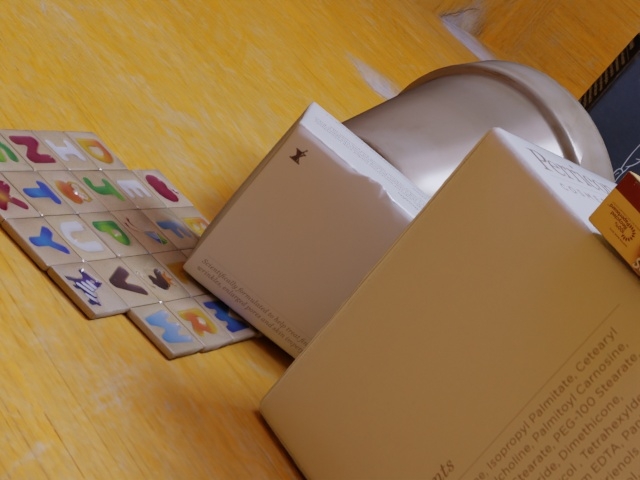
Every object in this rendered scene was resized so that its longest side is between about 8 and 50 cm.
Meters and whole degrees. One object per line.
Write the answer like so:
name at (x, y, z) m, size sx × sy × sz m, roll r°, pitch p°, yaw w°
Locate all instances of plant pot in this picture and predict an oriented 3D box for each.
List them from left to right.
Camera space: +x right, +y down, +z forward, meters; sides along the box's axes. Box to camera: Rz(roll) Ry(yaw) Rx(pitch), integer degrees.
plant pot at (0.112, -0.035, 1.640) m, size 0.280 × 0.323 × 0.323 m, roll -8°, pitch 48°, yaw -46°

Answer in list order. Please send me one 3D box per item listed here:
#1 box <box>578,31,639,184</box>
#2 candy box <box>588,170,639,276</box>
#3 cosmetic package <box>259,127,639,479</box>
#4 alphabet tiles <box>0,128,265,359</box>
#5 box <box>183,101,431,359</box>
box at (0.440, -0.052, 2.141) m, size 0.293 × 0.395 × 0.212 m, roll 40°, pitch 17°, yaw -1°
candy box at (0.294, 0.024, 1.116) m, size 0.186 × 0.053 × 0.109 m, roll 24°, pitch 22°, yaw -43°
cosmetic package at (0.232, 0.179, 1.239) m, size 0.329 × 0.327 × 0.394 m, roll 17°, pitch 27°, yaw -51°
alphabet tiles at (-0.177, -0.005, 1.376) m, size 0.285 × 0.011 × 0.342 m, roll 44°, pitch 17°, yaw 14°
box at (0.000, 0.000, 1.410) m, size 0.181 × 0.182 × 0.119 m, roll 40°, pitch 15°, yaw -5°
